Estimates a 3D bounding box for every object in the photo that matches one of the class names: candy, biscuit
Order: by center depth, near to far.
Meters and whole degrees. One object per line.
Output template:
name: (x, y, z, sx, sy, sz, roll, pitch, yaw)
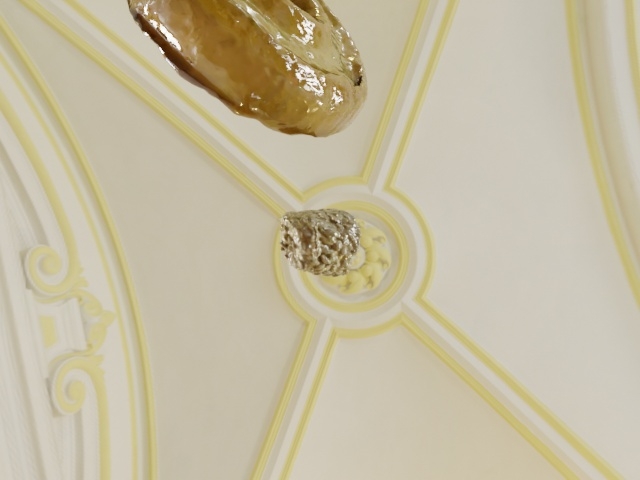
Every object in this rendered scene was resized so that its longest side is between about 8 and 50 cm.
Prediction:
biscuit: (-0.062, -0.245, 0.507, 0.102, 0.296, 0.296, -41, -99, 35)
candy: (0.000, 0.000, 0.610, 0.110, 0.095, 0.085, 5, -64, -28)
